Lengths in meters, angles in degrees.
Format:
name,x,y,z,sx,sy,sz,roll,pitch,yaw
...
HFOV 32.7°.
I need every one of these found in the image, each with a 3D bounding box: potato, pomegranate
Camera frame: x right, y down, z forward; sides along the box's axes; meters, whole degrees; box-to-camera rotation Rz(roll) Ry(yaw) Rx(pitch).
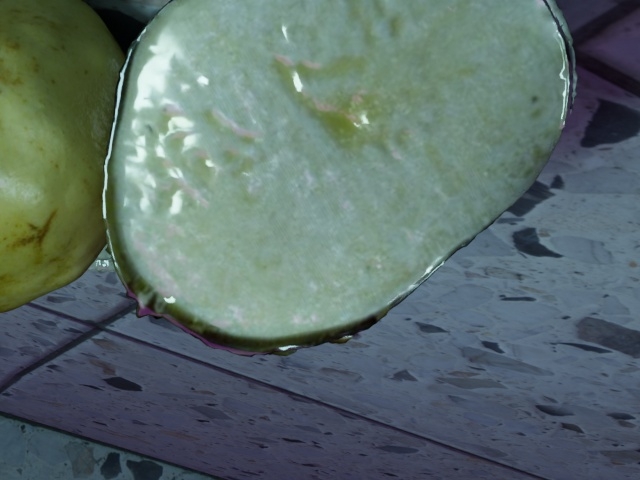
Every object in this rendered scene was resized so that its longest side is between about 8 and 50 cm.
name,x,y,z,sx,sy,sz,roll,pitch,yaw
potato,-0.010,-0.110,0.912,0.290,0.397,0.296,37,-163,-11
pomegranate,-0.322,-0.100,0.980,0.332,0.333,0.332,12,158,5

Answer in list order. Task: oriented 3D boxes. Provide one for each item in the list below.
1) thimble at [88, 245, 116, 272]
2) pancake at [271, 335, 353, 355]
name,x,y,z,sx,sy,sz,roll,pitch,yaw
thimble,-0.294,-0.010,1.416,0.102,0.090,0.115,-9,163,37
pancake,-0.123,0.094,1.628,0.304,0.067,0.427,5,155,15
